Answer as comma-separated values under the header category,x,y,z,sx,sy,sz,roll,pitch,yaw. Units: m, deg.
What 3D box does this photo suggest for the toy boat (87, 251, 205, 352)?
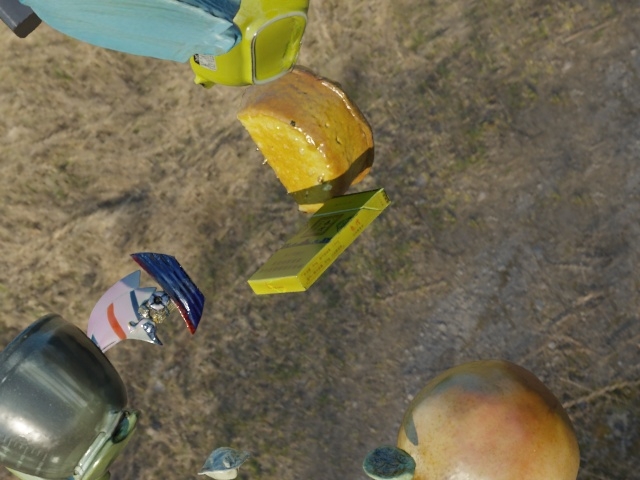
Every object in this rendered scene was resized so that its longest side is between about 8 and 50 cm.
category,x,y,z,sx,sy,sz,roll,pitch,yaw
toy boat,-0.422,0.141,1.868,0.319,0.072,0.219,-14,86,-7

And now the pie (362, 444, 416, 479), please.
category,x,y,z,sx,sy,sz,roll,pitch,yaw
pie,0.107,0.344,1.269,0.085,0.017,0.085,-3,25,2

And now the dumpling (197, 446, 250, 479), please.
category,x,y,z,sx,sy,sz,roll,pitch,yaw
dumpling,-0.146,0.340,1.275,0.057,0.076,0.052,-43,38,42

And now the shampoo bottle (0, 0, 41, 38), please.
category,x,y,z,sx,sy,sz,roll,pitch,yaw
shampoo bottle,-0.611,-0.487,1.422,0.071,0.309,0.098,-44,10,-4

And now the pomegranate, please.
category,x,y,z,sx,sy,sz,roll,pitch,yaw
pomegranate,0.265,0.356,1.386,0.319,0.319,0.319,-19,50,25

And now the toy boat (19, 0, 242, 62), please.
category,x,y,z,sx,sy,sz,roll,pitch,yaw
toy boat,-0.157,-0.209,0.645,0.088,0.215,0.102,-29,67,42

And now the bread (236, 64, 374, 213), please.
category,x,y,z,sx,sy,sz,roll,pitch,yaw
bread,-0.009,-0.218,1.734,0.179,0.340,0.194,-3,40,49

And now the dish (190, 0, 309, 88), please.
category,x,y,z,sx,sy,sz,roll,pitch,yaw
dish,-0.101,-0.336,1.350,0.221,0.262,0.108,-26,63,-29

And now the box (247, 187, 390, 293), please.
category,x,y,z,sx,sy,sz,roll,pitch,yaw
box,-0.001,0.001,1.563,0.153,0.041,0.279,-9,30,51

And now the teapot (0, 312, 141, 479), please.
category,x,y,z,sx,sy,sz,roll,pitch,yaw
teapot,-0.431,0.303,1.314,0.239,0.239,0.321,36,103,3
